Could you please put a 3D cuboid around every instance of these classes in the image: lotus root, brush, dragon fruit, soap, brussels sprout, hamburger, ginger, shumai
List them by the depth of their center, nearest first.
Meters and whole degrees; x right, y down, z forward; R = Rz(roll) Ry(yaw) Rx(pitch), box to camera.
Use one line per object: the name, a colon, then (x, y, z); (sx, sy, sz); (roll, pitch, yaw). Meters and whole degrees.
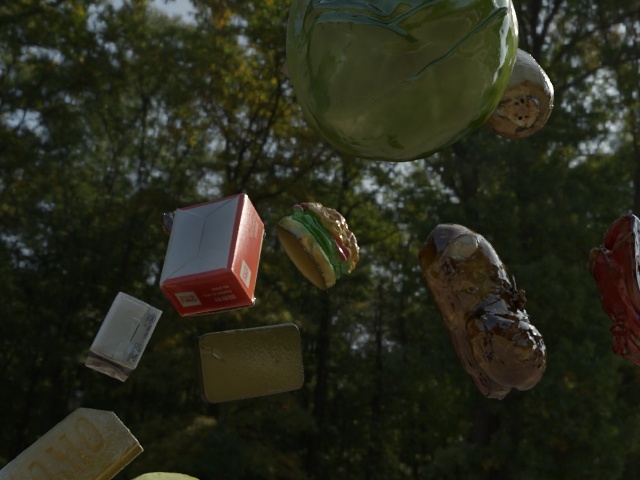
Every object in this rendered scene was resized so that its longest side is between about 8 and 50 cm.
brussels sprout: (0.103, -0.252, 0.979); (0.328, 0.328, 0.247); (0, -33, 16)
brush: (-0.130, 0.220, 1.412); (0.197, 0.123, 0.059); (-4, -6, -29)
soap: (-0.472, 0.420, 1.479); (0.140, 0.232, 0.073); (44, -21, 19)
dragon fruit: (0.596, 0.150, 1.520); (0.286, 0.329, 0.228); (25, -27, -32)
lotus root: (0.364, -0.300, 1.542); (0.146, 0.284, 0.160); (14, -62, -10)
shumai: (-0.278, -0.019, 1.662); (0.139, 0.105, 0.123); (20, 19, -30)
ginger: (0.360, 0.145, 1.697); (0.176, 0.418, 0.254); (-16, -8, -19)
hamburger: (0.000, 0.000, 1.960); (0.237, 0.149, 0.237); (48, -14, 16)

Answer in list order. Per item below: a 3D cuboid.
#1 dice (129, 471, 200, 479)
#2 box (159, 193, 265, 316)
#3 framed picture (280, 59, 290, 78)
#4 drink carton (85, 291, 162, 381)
dice: (-0.257, 0.497, 1.285); (0.169, 0.169, 0.166); (11, 19, -30)
box: (-0.171, 0.024, 1.264); (0.133, 0.182, 0.099); (-12, -46, 14)
framed picture: (0.089, -0.319, 1.168); (0.213, 0.016, 0.289); (36, -63, 8)
drink carton: (-0.421, 0.209, 1.651); (0.102, 0.134, 0.222); (25, -24, -11)
